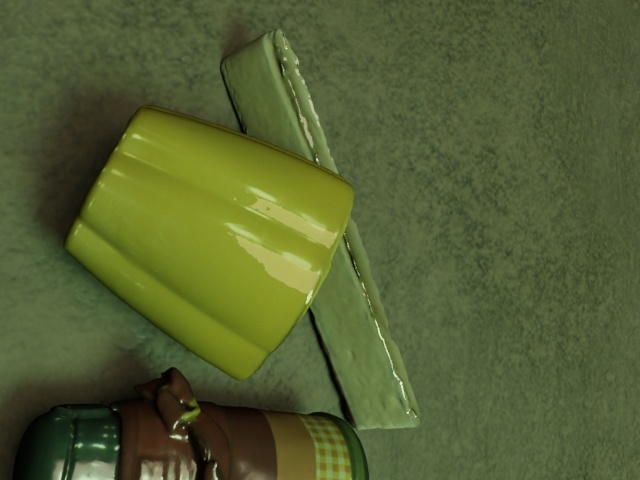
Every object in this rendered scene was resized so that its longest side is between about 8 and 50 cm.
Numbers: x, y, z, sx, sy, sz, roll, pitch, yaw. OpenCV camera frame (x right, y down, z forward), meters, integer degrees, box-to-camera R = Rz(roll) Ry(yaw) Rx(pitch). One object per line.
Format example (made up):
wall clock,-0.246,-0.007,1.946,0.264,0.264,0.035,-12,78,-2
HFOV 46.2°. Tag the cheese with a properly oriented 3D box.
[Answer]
cheese,0.002,-0.001,0.726,0.034,0.085,0.400,-28,98,-51

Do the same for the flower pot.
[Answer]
flower pot,-0.096,-0.012,0.613,0.179,0.195,0.195,30,67,-13

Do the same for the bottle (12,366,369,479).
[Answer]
bottle,-0.098,0.185,0.599,0.271,0.143,0.156,16,75,-30
